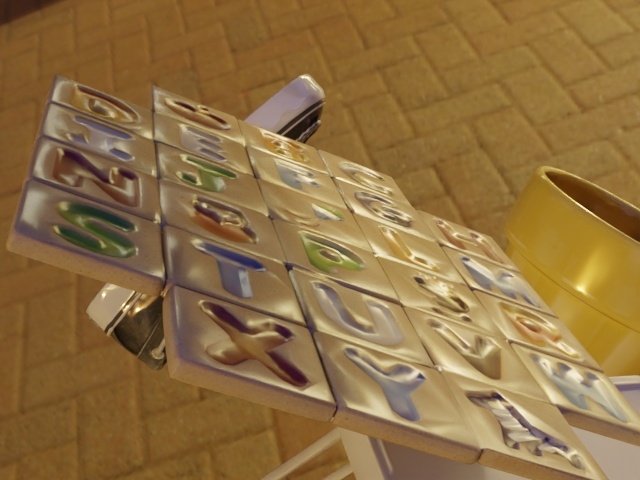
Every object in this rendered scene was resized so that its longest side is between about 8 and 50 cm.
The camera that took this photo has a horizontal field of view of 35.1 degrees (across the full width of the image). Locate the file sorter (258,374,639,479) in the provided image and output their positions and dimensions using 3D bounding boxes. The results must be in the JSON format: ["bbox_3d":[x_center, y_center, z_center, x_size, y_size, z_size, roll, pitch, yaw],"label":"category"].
[{"bbox_3d":[0.097,0.206,0.593,0.173,0.277,0.193,-42,58,37],"label":"file sorter"}]

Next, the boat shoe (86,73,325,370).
[{"bbox_3d":[-0.082,-0.007,0.902,0.306,0.105,0.113,-48,-2,11],"label":"boat shoe"}]

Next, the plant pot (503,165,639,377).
[{"bbox_3d":[0.295,0.080,1.147,0.239,0.254,0.254,-61,38,16],"label":"plant pot"}]

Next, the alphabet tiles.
[{"bbox_3d":[0.000,0.000,0.496,0.285,0.011,0.342,19,18,-18],"label":"alphabet tiles"}]
